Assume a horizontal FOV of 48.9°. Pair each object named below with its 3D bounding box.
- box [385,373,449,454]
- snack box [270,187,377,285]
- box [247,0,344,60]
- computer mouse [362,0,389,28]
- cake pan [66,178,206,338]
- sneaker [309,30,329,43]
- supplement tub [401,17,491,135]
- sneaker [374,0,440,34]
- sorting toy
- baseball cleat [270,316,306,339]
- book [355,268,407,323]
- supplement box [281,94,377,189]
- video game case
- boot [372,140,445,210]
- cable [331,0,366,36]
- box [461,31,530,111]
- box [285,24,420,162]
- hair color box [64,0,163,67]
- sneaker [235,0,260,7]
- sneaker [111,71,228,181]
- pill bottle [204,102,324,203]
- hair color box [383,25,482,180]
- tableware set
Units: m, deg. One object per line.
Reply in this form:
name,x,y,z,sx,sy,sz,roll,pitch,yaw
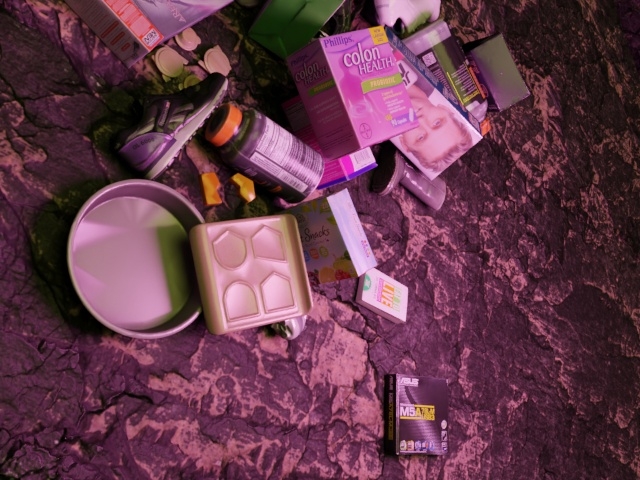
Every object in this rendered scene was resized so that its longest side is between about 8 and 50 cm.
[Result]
box,0.235,0.419,1.690,0.190,0.045,0.184,15,72,-38
snack box,0.000,0.000,1.479,0.070,0.207,0.175,-27,98,-42
box,-0.024,-0.567,1.553,0.126,0.262,0.231,32,58,-17
computer mouse,0.154,-0.674,1.889,0.184,0.060,0.262,-4,85,-59
cake pan,-0.328,0.035,1.289,0.293,0.054,0.293,11,72,-39
sneaker,0.011,-0.475,1.689,0.109,0.044,0.040,25,80,-3
supplement tub,0.316,-0.404,1.863,0.193,0.193,0.316,-39,105,-40
sneaker,0.220,-0.599,1.840,0.297,0.111,0.129,-10,101,-51
sorting toy,-0.145,0.016,1.384,0.229,0.041,0.307,-9,85,-32
baseball cleat,-0.091,0.106,1.481,0.109,0.072,0.206,-32,103,-57
book,0.149,0.130,1.699,0.144,0.035,0.096,29,58,-31
supplement box,0.020,-0.244,1.622,0.111,0.114,0.220,-29,100,-41
video game case,-0.308,-0.540,1.457,0.196,0.026,0.274,52,50,-11
boot,0.234,-0.140,1.817,0.208,0.076,0.190,43,54,-33
cable,0.049,-0.554,1.773,0.139,0.072,0.287,5,87,-38
box,0.452,-0.458,1.951,0.103,0.261,0.184,-32,102,-1
box,0.075,-0.322,1.536,0.213,0.117,0.243,-25,95,-42
hair color box,-0.388,-0.417,1.323,0.167,0.093,0.053,48,53,-22
sneaker,-0.169,-0.662,1.554,0.099,0.121,0.262,-33,101,-42
sneaker,-0.288,-0.254,1.359,0.124,0.107,0.283,42,58,-18
pill bottle,-0.120,-0.187,1.474,0.245,0.130,0.130,31,61,-31
hair color box,0.219,-0.333,1.729,0.347,0.174,0.105,41,27,-16
tableware set,-0.267,-0.370,1.465,0.141,0.020,0.169,45,55,-24
